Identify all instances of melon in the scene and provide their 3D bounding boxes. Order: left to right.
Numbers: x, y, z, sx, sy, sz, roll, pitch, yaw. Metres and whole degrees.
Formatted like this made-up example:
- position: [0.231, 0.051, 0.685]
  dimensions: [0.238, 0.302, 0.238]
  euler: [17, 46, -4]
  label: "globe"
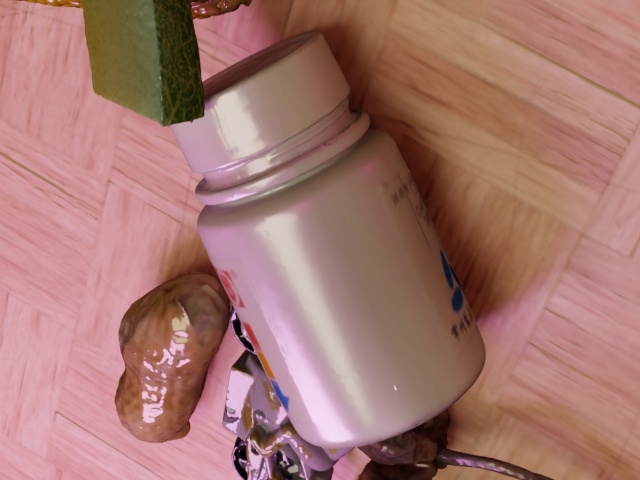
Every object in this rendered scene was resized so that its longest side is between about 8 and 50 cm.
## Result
- position: [-0.147, -0.199, 1.048]
  dimensions: [0.114, 0.053, 0.262]
  euler: [-20, 86, 48]
  label: "melon"

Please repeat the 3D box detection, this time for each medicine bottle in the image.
- position: [0.000, 0.000, 1.137]
  dimensions: [0.170, 0.170, 0.293]
  euler: [-15, 109, 37]
  label: "medicine bottle"

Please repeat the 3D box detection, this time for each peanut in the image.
- position: [-0.137, 0.107, 1.352]
  dimensions: [0.099, 0.099, 0.214]
  euler: [28, 136, 14]
  label: "peanut"

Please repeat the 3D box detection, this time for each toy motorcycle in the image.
- position: [-0.012, 0.149, 1.310]
  dimensions: [0.152, 0.073, 0.225]
  euler: [16, 126, 19]
  label: "toy motorcycle"

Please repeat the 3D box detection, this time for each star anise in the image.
- position: [0.143, 0.218, 1.218]
  dimensions: [0.227, 0.218, 0.148]
  euler: [18, 85, 36]
  label: "star anise"

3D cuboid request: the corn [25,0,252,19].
- position: [-0.173, -0.229, 1.142]
  dimensions: [0.317, 0.115, 0.115]
  euler: [10, 124, 28]
  label: "corn"
